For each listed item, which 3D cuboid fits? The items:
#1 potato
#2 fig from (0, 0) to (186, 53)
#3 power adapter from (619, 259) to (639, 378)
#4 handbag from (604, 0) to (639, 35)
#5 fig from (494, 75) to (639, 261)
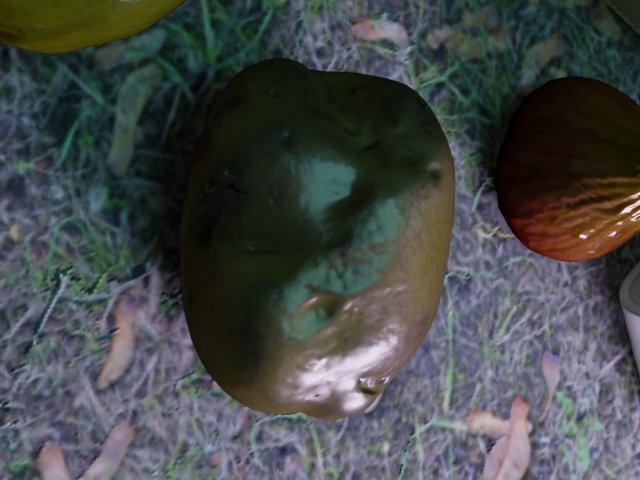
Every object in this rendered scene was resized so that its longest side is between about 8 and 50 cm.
[{"bbox_3d":[-0.002,0.000,1.021,0.154,0.137,0.200,3,90,-7],"label":"potato"},{"bbox_3d":[-0.109,-0.190,0.909,0.181,0.191,0.181,50,32,-47],"label":"fig"},{"bbox_3d":[0.277,0.037,1.200,0.130,0.125,0.205,-44,134,-27],"label":"power adapter"},{"bbox_3d":[0.370,-0.142,1.227,0.358,0.236,0.160,38,68,-32],"label":"handbag"},{"bbox_3d":[0.170,-0.037,1.148,0.119,0.153,0.119,-3,108,-10],"label":"fig"}]
